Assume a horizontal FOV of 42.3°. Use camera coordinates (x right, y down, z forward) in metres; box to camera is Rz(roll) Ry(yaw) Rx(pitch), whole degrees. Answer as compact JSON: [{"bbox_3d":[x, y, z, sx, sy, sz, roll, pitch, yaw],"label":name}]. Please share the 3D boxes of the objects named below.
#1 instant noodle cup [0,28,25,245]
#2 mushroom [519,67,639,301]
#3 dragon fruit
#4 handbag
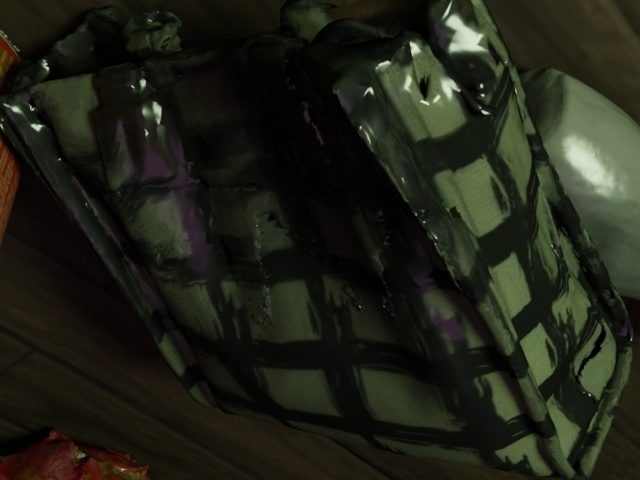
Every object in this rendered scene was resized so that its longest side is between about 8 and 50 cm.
[{"bbox_3d":[-0.287,-0.056,0.536,0.213,0.174,0.213,1,133,2],"label":"instant noodle cup"},{"bbox_3d":[0.229,-0.005,0.626,0.328,0.122,0.159,28,166,-22],"label":"mushroom"},{"bbox_3d":[-0.271,0.303,0.872,0.268,0.210,0.205,-12,118,-13],"label":"dragon fruit"},{"bbox_3d":[0.000,0.000,0.534,0.325,0.162,0.327,2,136,37],"label":"handbag"}]
